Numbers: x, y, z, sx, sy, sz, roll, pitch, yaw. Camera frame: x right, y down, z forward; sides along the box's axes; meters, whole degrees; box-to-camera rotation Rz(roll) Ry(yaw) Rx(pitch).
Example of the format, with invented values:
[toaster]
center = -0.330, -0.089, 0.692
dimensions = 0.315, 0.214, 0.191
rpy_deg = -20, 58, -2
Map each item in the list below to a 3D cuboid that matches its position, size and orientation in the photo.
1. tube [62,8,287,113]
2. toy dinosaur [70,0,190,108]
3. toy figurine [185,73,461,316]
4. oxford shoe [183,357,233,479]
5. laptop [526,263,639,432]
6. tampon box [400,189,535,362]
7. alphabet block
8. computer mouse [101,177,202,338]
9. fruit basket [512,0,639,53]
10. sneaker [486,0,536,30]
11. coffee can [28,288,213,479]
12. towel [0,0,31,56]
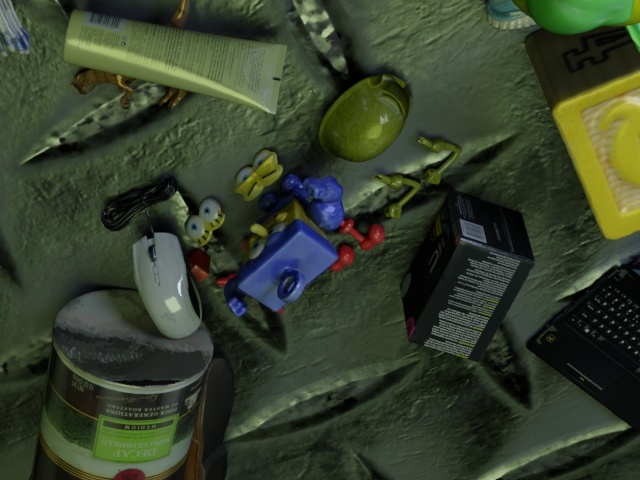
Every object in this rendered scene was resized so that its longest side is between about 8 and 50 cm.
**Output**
[tube]
center = -0.160, -0.200, 1.435
dimensions = 0.240, 0.062, 0.070
rpy_deg = 10, 105, -6
[toy dinosaur]
center = -0.193, -0.210, 1.482
dimensions = 0.211, 0.064, 0.112
rpy_deg = -34, 115, 18
[toy figurine]
center = 0.000, 0.000, 1.525
dimensions = 0.362, 0.217, 0.191
rpy_deg = -39, 115, 21
[oxford shoe]
center = -0.167, 0.248, 1.763
dimensions = 0.076, 0.076, 0.212
rpy_deg = 22, 117, 26
[laptop]
center = 0.445, 0.150, 1.671
dimensions = 0.234, 0.136, 0.264
rpy_deg = 37, 114, -20
[tampon box]
center = 0.178, 0.044, 1.610
dimensions = 0.101, 0.120, 0.161
rpy_deg = 18, 119, -12
[alphabet block]
center = 0.358, -0.150, 1.450
dimensions = 0.193, 0.197, 0.192
rpy_deg = -24, 119, 13
[computer mouse]
center = -0.197, 0.027, 1.592
dimensions = 0.106, 0.042, 0.193
rpy_deg = -19, 89, 11
[fruit basket]
center = 0.294, -0.309, 1.086
dimensions = 0.283, 0.392, 0.392
rpy_deg = -26, 119, 28
[sneaker]
center = 0.262, -0.283, 1.446
dimensions = 0.162, 0.063, 0.073
rpy_deg = -11, 118, 5
[coffee can]
center = -0.260, 0.230, 1.670
dimensions = 0.201, 0.201, 0.275
rpy_deg = 10, 120, -7
[towel]
center = -0.405, -0.330, 1.352
dimensions = 0.034, 0.209, 0.285
rpy_deg = -36, 125, -30
